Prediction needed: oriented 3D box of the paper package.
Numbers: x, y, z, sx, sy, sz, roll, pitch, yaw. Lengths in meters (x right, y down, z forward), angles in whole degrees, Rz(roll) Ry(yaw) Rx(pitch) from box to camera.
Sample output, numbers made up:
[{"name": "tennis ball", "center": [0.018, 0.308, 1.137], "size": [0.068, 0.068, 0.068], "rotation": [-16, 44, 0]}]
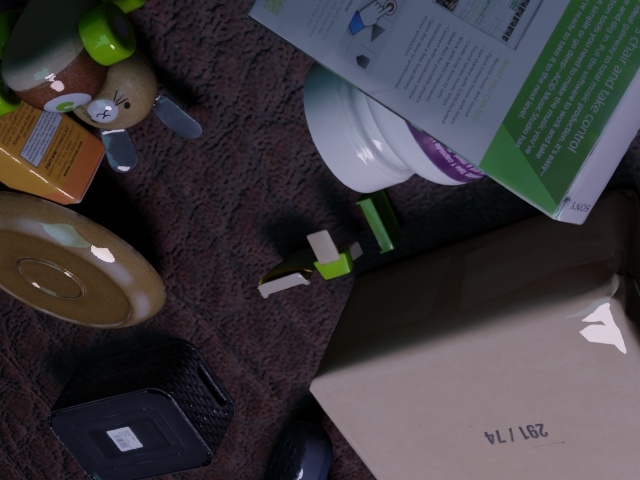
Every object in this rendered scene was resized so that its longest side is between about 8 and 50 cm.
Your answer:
[{"name": "paper package", "center": [0.208, 0.149, 1.329], "size": [0.325, 0.168, 0.309], "rotation": [-19, 118, 30]}]

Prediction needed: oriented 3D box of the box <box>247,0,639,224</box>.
[{"name": "box", "center": [0.116, -0.190, 1.006], "size": [0.322, 0.058, 0.232], "rotation": [38, 107, 32]}]

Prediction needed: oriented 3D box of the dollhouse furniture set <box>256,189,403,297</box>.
[{"name": "dollhouse furniture set", "center": [0.000, 0.000, 1.354], "size": [0.152, 0.076, 0.058], "rotation": [-18, 106, 29]}]

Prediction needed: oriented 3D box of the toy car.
[{"name": "toy car", "center": [-0.201, -0.138, 1.279], "size": [0.155, 0.149, 0.188], "rotation": [-21, 129, 22]}]

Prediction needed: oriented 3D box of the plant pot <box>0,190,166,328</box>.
[{"name": "plant pot", "center": [-0.276, 0.030, 1.445], "size": [0.236, 0.032, 0.236], "rotation": [18, 152, 10]}]

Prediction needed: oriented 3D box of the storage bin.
[{"name": "storage bin", "center": [-0.203, 0.198, 1.571], "size": [0.180, 0.084, 0.122], "rotation": [-17, 120, 29]}]

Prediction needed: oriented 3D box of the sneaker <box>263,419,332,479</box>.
[{"name": "sneaker", "center": [-0.006, 0.323, 1.601], "size": [0.131, 0.112, 0.319], "rotation": [9, 134, -8]}]

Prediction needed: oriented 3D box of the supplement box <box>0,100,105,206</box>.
[{"name": "supplement box", "center": [-0.320, -0.123, 1.316], "size": [0.233, 0.080, 0.078], "rotation": [37, 153, -33]}]

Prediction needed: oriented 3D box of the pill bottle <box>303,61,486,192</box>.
[{"name": "pill bottle", "center": [0.140, -0.143, 1.120], "size": [0.301, 0.169, 0.169], "rotation": [-20, 118, 31]}]
